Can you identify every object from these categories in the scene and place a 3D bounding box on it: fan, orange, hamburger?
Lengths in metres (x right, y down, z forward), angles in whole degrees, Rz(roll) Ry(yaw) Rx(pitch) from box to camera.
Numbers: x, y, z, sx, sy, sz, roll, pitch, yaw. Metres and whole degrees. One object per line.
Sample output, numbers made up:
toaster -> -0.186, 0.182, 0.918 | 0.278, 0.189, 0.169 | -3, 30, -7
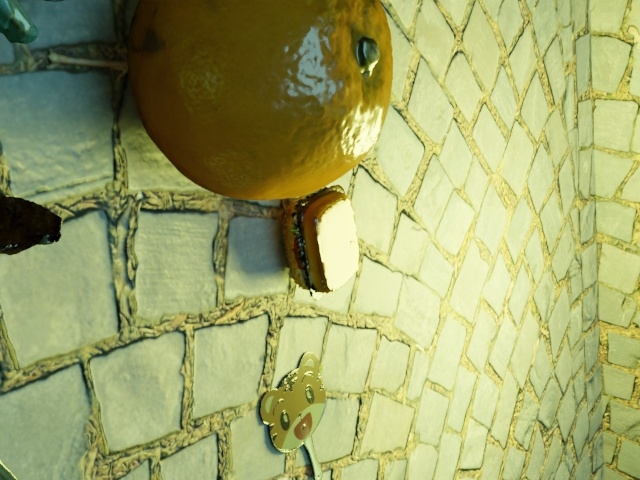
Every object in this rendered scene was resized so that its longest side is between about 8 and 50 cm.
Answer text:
fan -> -0.027, 0.305, 1.157 | 0.152, 0.008, 0.227 | -39, 123, -42
orange -> -0.065, -0.195, 0.807 | 0.312, 0.312, 0.312 | -11, 104, -50
hamburger -> 0.000, 0.000, 1.080 | 0.137, 0.087, 0.166 | -28, 118, -46

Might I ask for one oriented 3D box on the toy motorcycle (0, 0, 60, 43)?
toy motorcycle -> -0.334, -0.306, 0.596 | 0.296, 0.109, 0.198 | 45, 57, -34

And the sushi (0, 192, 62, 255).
sushi -> -0.372, -0.030, 0.545 | 0.167, 0.179, 0.296 | -45, 146, 5

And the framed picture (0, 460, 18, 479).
framed picture -> -0.401, 0.253, 0.683 | 0.173, 0.010, 0.231 | -50, 131, -34
